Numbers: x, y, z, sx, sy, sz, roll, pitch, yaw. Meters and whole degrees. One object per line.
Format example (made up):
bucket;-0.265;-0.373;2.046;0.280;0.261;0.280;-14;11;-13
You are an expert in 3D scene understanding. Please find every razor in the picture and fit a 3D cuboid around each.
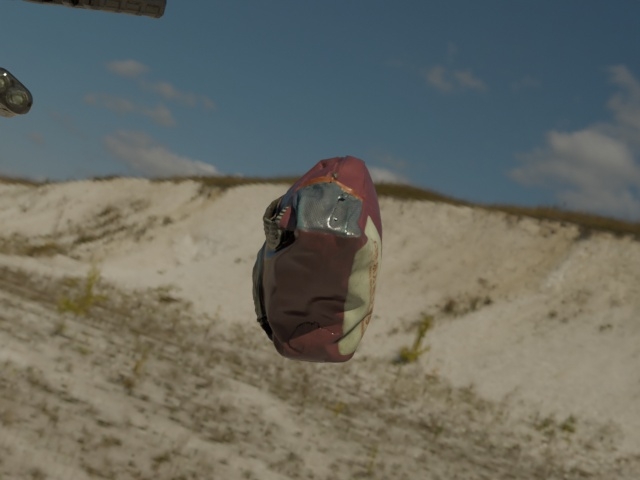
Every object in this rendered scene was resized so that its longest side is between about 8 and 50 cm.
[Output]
razor;-0.520;-0.242;1.587;0.090;0.054;0.148;45;-15;-20

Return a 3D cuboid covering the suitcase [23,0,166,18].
suitcase;-0.471;-0.492;1.918;0.286;0.066;0.206;15;13;32

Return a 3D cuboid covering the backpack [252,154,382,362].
backpack;0.000;0.000;1.537;0.197;0.283;0.317;10;36;-3
